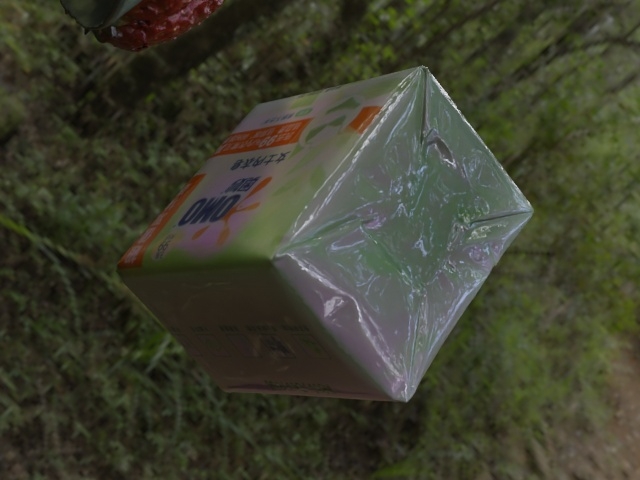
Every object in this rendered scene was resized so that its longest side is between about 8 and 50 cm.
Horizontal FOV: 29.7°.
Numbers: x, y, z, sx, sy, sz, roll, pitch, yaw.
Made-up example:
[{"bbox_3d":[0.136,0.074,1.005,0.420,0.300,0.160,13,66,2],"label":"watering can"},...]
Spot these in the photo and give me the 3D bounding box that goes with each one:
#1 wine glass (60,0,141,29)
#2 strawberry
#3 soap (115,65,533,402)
[{"bbox_3d":[-0.021,-0.312,1.045,0.406,0.267,0.267,-5,40,-29],"label":"wine glass"},{"bbox_3d":[-0.208,-0.397,1.590,0.238,0.288,0.250,49,-30,18],"label":"strawberry"},{"bbox_3d":[0.000,0.000,0.801,0.199,0.182,0.138,-4,-48,51],"label":"soap"}]
